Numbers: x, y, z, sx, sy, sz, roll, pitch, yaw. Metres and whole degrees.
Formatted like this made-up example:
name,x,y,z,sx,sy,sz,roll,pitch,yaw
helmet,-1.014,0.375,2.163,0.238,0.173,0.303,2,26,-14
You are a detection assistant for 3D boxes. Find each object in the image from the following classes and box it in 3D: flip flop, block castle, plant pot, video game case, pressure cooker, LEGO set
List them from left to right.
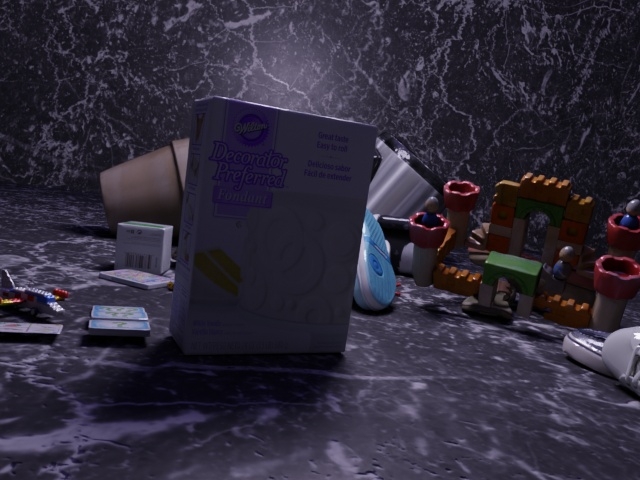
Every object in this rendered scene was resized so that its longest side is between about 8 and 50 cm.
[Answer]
name,x,y,z,sx,sy,sz,roll,pitch,yaw
LEGO set,-0.362,0.087,0.776,0.244,0.060,0.182,5,3,-20
video game case,-0.356,0.075,1.106,0.122,0.011,0.087,11,6,23
plant pot,-0.499,-0.130,1.697,0.280,0.323,0.323,-11,11,-17
pressure cooker,0.230,-0.132,2.057,0.375,0.420,0.370,46,13,19
flip flop,0.402,0.121,1.310,0.112,0.080,0.277,11,13,26
block castle,0.444,-0.001,1.214,0.453,0.213,0.303,16,32,27

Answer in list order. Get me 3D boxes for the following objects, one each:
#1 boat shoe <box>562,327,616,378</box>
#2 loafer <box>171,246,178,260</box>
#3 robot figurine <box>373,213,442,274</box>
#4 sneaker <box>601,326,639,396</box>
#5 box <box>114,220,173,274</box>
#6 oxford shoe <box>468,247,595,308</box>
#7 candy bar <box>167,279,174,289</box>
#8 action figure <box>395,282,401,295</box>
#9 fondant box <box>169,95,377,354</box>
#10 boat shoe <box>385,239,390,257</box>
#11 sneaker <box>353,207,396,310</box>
name,x,y,z,sx,sy,sz,roll,pitch,yaw
boat shoe,0.551,0.152,0.866,0.127,0.158,0.340,3,8,-40
loafer,-0.268,0.030,1.287,0.092,0.102,0.268,40,-11,-18
robot figurine,0.240,0.011,1.731,0.278,0.209,0.173,10,19,15
sneaker,0.460,0.179,0.734,0.123,0.106,0.290,9,7,-18
box,-0.378,0.015,1.213,0.101,0.102,0.087,7,4,-3
oxford shoe,0.514,0.100,1.427,0.123,0.130,0.348,8,10,-42
candy bar,-0.226,0.088,1.121,0.161,0.018,0.040,3,4,-39
action figure,0.135,0.108,1.319,0.115,0.038,0.030,6,-11,-20
fondant box,-0.066,-0.013,0.784,0.238,0.330,0.096,4,7,-26
boat shoe,0.108,0.056,1.462,0.103,0.118,0.320,-1,3,-10
sneaker,0.047,0.072,1.258,0.127,0.208,0.319,48,22,-27
